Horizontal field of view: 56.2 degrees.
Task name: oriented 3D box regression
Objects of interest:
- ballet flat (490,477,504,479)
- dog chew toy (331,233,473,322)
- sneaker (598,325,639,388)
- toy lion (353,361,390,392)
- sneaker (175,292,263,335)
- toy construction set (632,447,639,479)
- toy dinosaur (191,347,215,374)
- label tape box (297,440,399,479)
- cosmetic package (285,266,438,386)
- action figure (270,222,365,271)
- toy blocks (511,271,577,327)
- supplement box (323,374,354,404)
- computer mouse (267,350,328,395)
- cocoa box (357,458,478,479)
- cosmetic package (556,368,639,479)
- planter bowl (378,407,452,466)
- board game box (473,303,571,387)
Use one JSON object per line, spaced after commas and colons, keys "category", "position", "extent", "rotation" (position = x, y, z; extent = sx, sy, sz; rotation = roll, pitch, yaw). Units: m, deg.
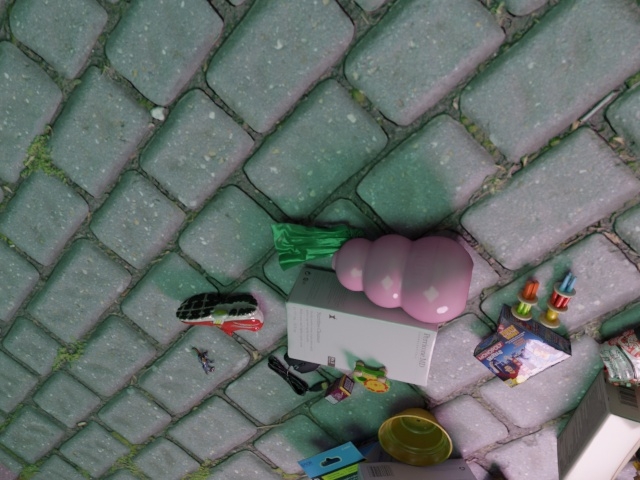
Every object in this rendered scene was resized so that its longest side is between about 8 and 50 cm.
{"category": "ballet flat", "position": [0.550, 0.853, 1.885], "extent": [0.124, 0.116, 0.343], "rotation": [9, 127, -12]}
{"category": "dog chew toy", "position": [0.189, 0.075, 1.429], "extent": [0.331, 0.207, 0.207], "rotation": [11, 125, 14]}
{"category": "sneaker", "position": [0.795, 0.333, 1.463], "extent": [0.145, 0.090, 0.270], "rotation": [-33, 103, 32]}
{"category": "toy lion", "position": [0.133, 0.363, 1.561], "extent": [0.100, 0.034, 0.096], "rotation": [14, 140, 8]}
{"category": "sneaker", "position": [-0.297, 0.231, 1.758], "extent": [0.278, 0.107, 0.118], "rotation": [0, 131, 21]}
{"category": "toy construction set", "position": [0.851, 0.644, 1.594], "extent": [0.309, 0.257, 0.237], "rotation": [-42, 63, 23]}
{"category": "toy dinosaur", "position": [-0.371, 0.391, 1.936], "extent": [0.090, 0.047, 0.082], "rotation": [38, 144, 34]}
{"category": "label tape box", "position": [0.131, 0.767, 1.958], "extent": [0.249, 0.115, 0.348], "rotation": [-34, 104, 32]}
{"category": "cosmetic package", "position": [0.114, 0.224, 1.575], "extent": [0.384, 0.156, 0.217], "rotation": [9, 128, 14]}
{"category": "action figure", "position": [0.000, 0.000, 1.528], "extent": [0.232, 0.063, 0.137], "rotation": [-7, 118, 14]}
{"category": "toy blocks", "position": [0.540, 0.130, 1.437], "extent": [0.123, 0.054, 0.148], "rotation": [15, 125, 8]}
{"category": "supplement box", "position": [0.057, 0.452, 1.809], "extent": [0.043, 0.055, 0.083], "rotation": [42, 126, -11]}
{"category": "computer mouse", "position": [-0.032, 0.385, 1.792], "extent": [0.184, 0.060, 0.262], "rotation": [46, 124, -12]}
{"category": "cocoa box", "position": [0.290, 0.809, 1.758], "extent": [0.346, 0.231, 0.228], "rotation": [0, 102, -8]}
{"category": "cosmetic package", "position": [0.727, 0.504, 1.555], "extent": [0.113, 0.160, 0.310], "rotation": [16, 127, 8]}
{"category": "planter bowl", "position": [0.287, 0.565, 1.784], "extent": [0.217, 0.090, 0.217], "rotation": [9, 124, 14]}
{"category": "board game box", "position": [0.498, 0.263, 1.535], "extent": [0.194, 0.060, 0.194], "rotation": [41, 125, -9]}
